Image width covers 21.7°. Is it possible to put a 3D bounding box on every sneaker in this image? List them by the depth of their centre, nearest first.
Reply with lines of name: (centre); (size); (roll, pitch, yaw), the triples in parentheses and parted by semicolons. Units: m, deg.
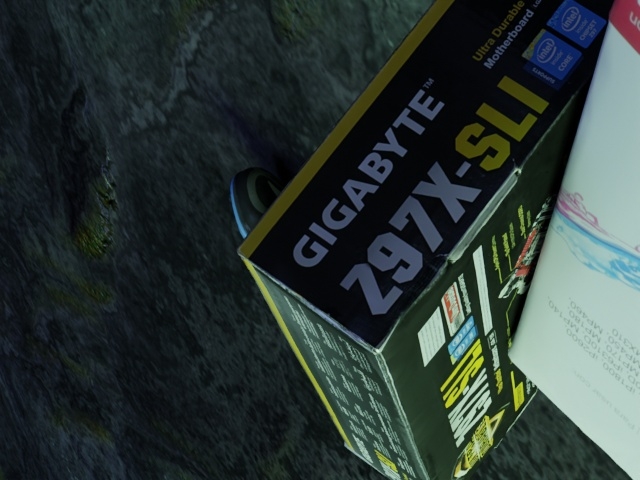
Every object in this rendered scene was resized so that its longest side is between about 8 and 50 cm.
sneaker: (0.000, 0.000, 1.356); (0.188, 0.067, 0.078); (46, 133, 26)

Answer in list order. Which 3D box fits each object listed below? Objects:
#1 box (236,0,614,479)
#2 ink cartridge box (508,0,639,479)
box: (0.093, -0.020, 0.794); (0.079, 0.257, 0.322); (36, 169, 19)
ink cartridge box: (0.214, -0.048, 0.678); (0.131, 0.226, 0.306); (45, 152, 22)
